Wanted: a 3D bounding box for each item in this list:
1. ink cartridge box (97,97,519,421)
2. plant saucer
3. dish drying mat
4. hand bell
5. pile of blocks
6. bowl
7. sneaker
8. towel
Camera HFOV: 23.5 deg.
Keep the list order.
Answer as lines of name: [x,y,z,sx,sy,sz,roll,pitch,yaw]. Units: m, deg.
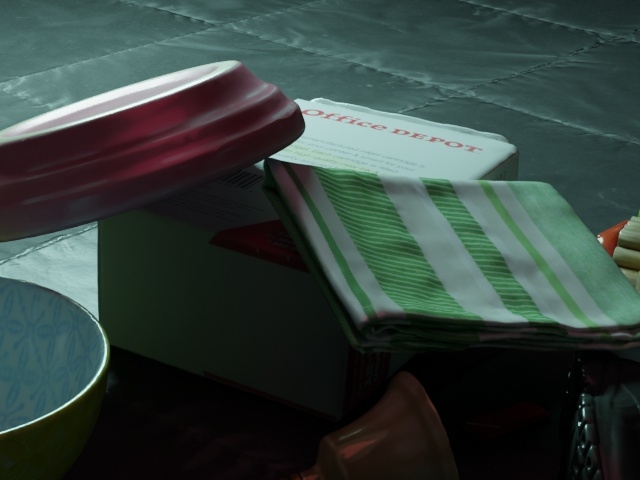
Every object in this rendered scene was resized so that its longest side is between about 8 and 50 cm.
ink cartridge box: [0.000,0.000,1.546,0.279,0.160,0.385,15,27,26]
plant saucer: [-0.182,-0.090,1.414,0.332,0.084,0.332,-17,11,3]
dish drying mat: [0.168,0.162,1.388,0.083,0.008,0.032,-14,28,-35]
hand bell: [-0.026,0.196,1.192,0.242,0.126,0.126,-16,28,-15]
pile of blocks: [0.364,-0.021,1.669,0.113,0.149,0.362,12,25,19]
bowl: [-0.302,0.149,1.159,0.289,0.156,0.289,3,23,-1]
sneaker: [0.264,0.170,1.270,0.130,0.109,0.286,13,26,6]
towel: [0.126,0.011,1.355,0.325,0.038,0.248,2,36,-29]
